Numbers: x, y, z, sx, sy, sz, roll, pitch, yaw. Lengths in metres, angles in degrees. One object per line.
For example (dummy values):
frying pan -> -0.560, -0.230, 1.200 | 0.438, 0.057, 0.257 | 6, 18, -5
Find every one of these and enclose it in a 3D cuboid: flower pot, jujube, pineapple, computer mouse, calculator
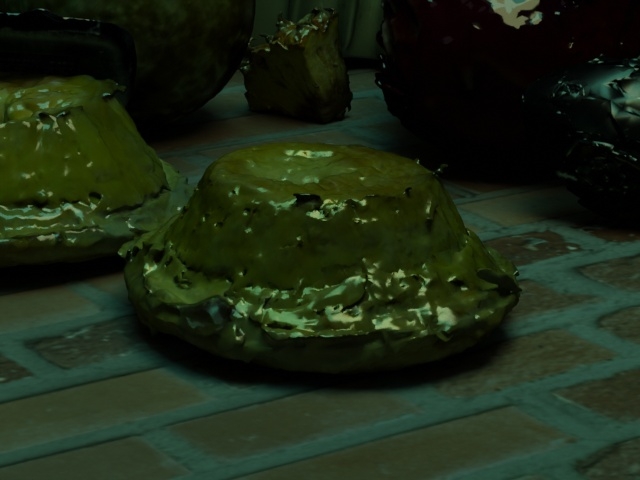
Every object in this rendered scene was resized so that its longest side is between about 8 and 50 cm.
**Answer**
flower pot -> 0.010, -0.305, 2.246 | 0.254, 0.165, 0.367 | 7, 18, -1
jujube -> 0.175, -0.206, 1.832 | 0.258, 0.258, 0.377 | 3, 36, 6
pineapple -> -0.019, -0.160, 1.926 | 0.069, 0.116, 0.137 | -46, 3, -38
computer mouse -> 0.278, -0.083, 1.613 | 0.241, 0.146, 0.077 | 16, -18, -5
calculator -> -0.246, -0.137, 1.689 | 0.177, 0.040, 0.268 | 2, -22, -10

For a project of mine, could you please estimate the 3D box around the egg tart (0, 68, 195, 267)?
egg tart -> -0.249, -0.063, 1.554 | 0.315, 0.120, 0.315 | 0, 18, 0

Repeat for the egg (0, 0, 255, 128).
egg -> -0.179, -0.223, 1.832 | 0.238, 0.238, 0.289 | 1, -3, 1

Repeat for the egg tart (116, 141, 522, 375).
egg tart -> 0.000, 0.000, 1.384 | 0.294, 0.116, 0.295 | 0, 19, 0
